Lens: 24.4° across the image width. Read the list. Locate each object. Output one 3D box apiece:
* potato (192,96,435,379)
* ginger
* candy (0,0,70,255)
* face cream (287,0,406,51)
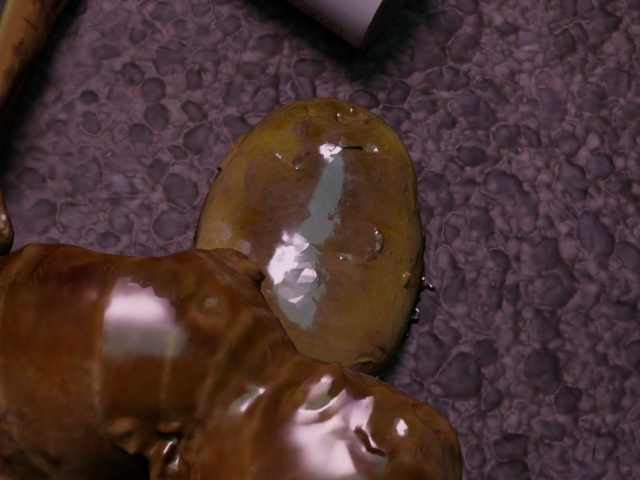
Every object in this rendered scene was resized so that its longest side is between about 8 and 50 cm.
[{"bbox_3d":[0.000,0.000,0.949,0.164,0.081,0.200,9,75,-3],"label":"potato"},{"bbox_3d":[-0.109,0.135,0.866,0.357,0.152,0.274,33,103,9],"label":"ginger"},{"bbox_3d":[-0.233,-0.129,0.958,0.143,0.101,0.271,15,67,-7],"label":"candy"},{"bbox_3d":[-0.033,-0.226,1.003,0.214,0.096,0.096,34,74,6],"label":"face cream"}]
